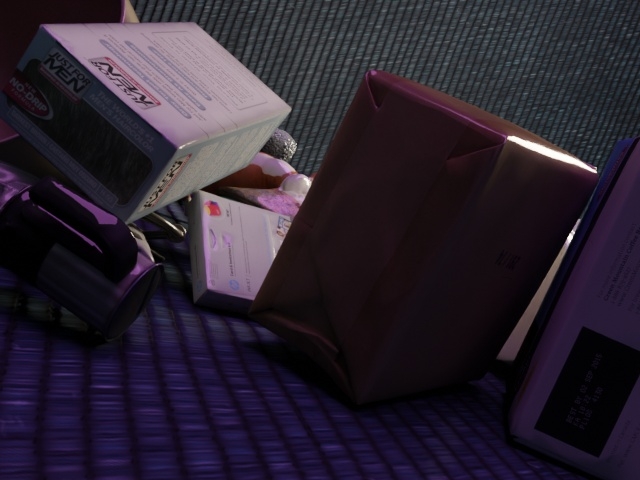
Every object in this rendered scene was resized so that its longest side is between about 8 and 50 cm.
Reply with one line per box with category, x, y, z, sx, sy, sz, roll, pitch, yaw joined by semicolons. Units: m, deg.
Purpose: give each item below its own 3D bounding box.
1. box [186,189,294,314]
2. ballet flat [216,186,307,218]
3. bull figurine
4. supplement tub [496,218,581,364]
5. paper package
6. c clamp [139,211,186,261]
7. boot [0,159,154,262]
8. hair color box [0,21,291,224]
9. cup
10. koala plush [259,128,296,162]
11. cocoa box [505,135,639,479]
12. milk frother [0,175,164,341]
box;-0.068;0.027;1.031;0.186;0.038;0.145;16;48;-33
ballet flat;0.000;0.000;1.201;0.316;0.106;0.107;36;-26;3
bull figurine;-0.128;-0.084;1.350;0.310;0.188;0.101;29;52;18
supplement tub;0.405;0.105;1.236;0.331;0.241;0.241;16;10;-29
paper package;0.128;0.005;0.937;0.168;0.309;0.325;34;14;30
c clamp;-0.210;-0.017;0.997;0.137;0.022;0.161;31;-19;-27
boot;-0.288;-0.019;0.849;0.258;0.095;0.123;18;2;-23
hair color box;-0.186;-0.156;1.006;0.185;0.113;0.374;42;21;2
cup;-0.370;-0.203;1.261;0.331;0.331;0.237;27;-16;35
koala plush;-0.200;-0.140;1.603;0.221;0.196;0.203;14;-1;-36
cocoa box;0.378;0.082;0.941;0.231;0.347;0.228;24;9;7
milk frother;-0.230;0.033;0.717;0.135;0.143;0.129;33;-21;7
